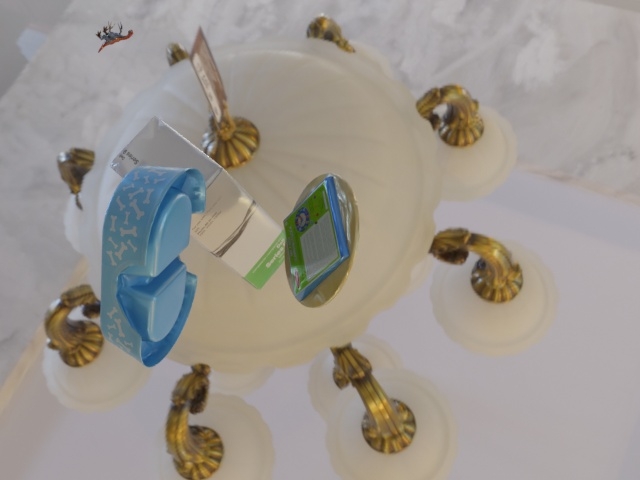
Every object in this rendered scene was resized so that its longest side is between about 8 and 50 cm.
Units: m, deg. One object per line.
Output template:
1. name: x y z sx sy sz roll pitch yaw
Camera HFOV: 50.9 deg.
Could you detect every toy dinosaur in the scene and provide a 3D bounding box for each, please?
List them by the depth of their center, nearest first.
1. toy dinosaur: -0.442 -0.442 1.459 0.082 0.090 0.047 27 -136 17

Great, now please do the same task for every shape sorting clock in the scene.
1. shape sorting clock: 0.000 0.000 1.024 0.040 0.206 0.206 12 -112 -34

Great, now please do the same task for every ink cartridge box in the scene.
1. ink cartridge box: -0.199 -0.059 1.189 0.211 0.289 0.122 37 -96 33

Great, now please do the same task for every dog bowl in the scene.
1. dog bowl: -0.231 0.032 0.916 0.074 0.297 0.166 17 -150 10
